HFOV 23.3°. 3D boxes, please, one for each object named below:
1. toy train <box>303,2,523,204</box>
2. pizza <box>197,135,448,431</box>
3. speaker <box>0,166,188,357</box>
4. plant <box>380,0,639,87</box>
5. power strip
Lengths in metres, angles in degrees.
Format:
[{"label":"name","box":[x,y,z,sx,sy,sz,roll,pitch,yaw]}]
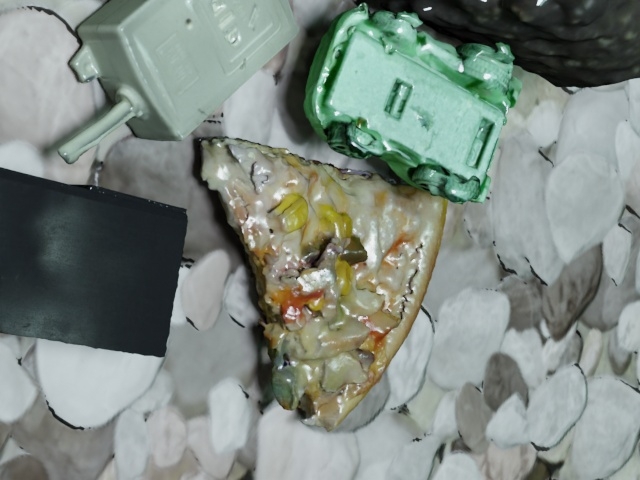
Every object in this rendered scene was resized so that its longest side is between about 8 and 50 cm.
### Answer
[{"label":"toy train","box":[0.057,-0.076,0.917,0.149,0.081,0.099,21,82,-22]},{"label":"pizza","box":[0.000,0.000,0.899,0.195,0.052,0.185,44,61,-37]},{"label":"speaker","box":[-0.163,0.002,0.743,0.218,0.044,0.082,15,83,-43]},{"label":"plant","box":[0.099,-0.216,0.891,0.321,0.182,0.194,25,73,-48]},{"label":"power strip","box":[-0.081,-0.098,0.816,0.175,0.042,0.075,-48,125,-30]}]
